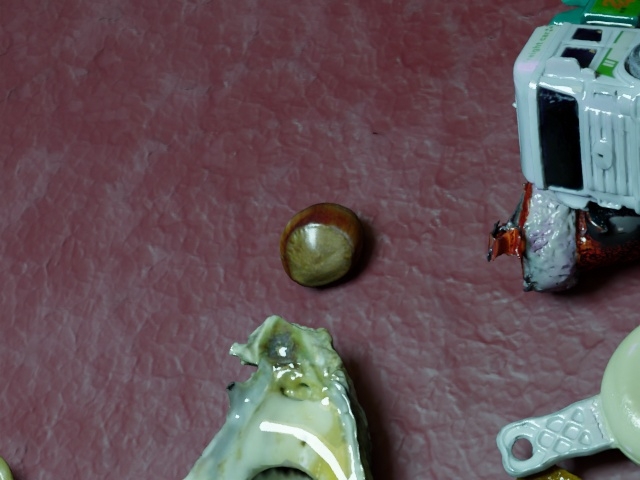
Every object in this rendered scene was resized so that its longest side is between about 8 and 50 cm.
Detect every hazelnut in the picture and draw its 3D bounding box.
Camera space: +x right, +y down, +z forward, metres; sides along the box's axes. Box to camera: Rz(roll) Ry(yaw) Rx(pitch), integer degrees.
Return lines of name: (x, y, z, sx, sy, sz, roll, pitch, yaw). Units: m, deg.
hazelnut: (0.000, 0.000, 1.834, 0.086, 0.086, 0.086, -10, 60, 18)

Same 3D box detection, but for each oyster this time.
oyster: (-0.032, 0.236, 1.704, 0.271, 0.100, 0.275, -44, 68, -1)

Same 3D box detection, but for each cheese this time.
cheese: (0.276, 0.127, 1.641, 0.249, 0.071, 0.163, -2, 59, 19)

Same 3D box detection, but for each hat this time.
hat: (0.271, -0.008, 1.704, 0.227, 0.140, 0.129, 6, 93, 12)

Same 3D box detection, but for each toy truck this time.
toy truck: (0.287, -0.173, 1.700, 0.178, 0.176, 0.363, 6, 39, 21)

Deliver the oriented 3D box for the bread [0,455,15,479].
bread: (-0.386, 0.294, 1.828, 0.225, 0.081, 0.134, -22, 53, 11)

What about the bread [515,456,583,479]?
bread: (0.195, 0.244, 1.641, 0.090, 0.035, 0.094, 28, 76, 32)
